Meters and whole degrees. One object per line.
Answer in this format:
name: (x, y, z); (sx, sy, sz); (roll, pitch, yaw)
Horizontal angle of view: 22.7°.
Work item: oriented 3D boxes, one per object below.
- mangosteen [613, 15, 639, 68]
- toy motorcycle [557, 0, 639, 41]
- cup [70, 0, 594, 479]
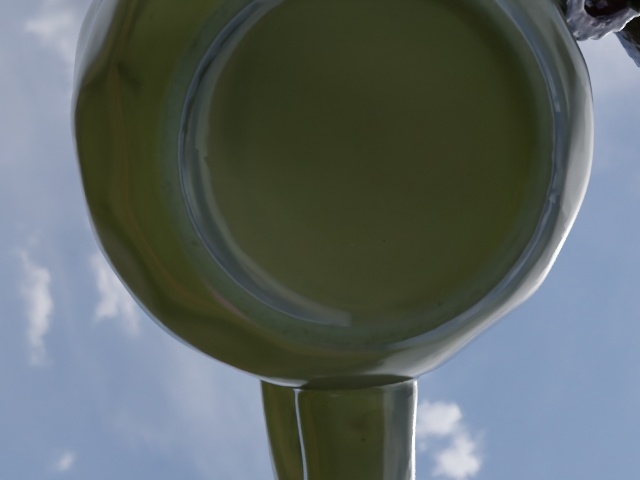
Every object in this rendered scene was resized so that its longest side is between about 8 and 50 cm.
mangosteen: (0.348, -0.249, 1.366); (0.293, 0.297, 0.297); (-26, -98, 28)
toy motorcycle: (0.123, -0.163, 0.604); (0.080, 0.122, 0.215); (46, -7, 33)
cup: (-0.018, -0.008, 0.588); (0.202, 0.173, 0.255); (-132, -120, -75)
